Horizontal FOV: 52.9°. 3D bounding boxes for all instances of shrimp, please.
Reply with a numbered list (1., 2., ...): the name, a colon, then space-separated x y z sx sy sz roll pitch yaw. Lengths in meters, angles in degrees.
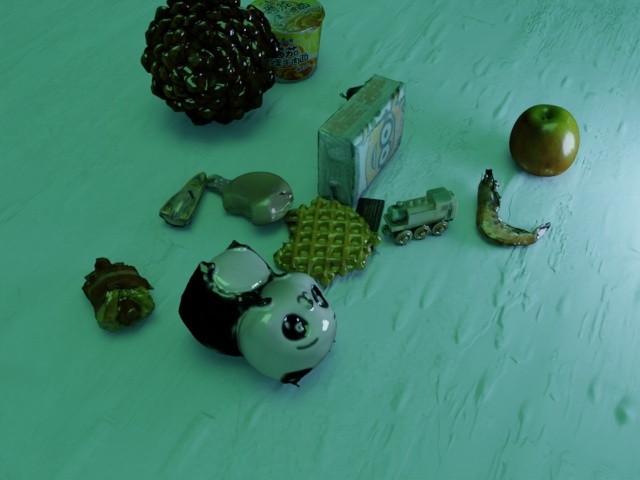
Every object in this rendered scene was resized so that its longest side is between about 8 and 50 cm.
1. shrimp: 0.510 -0.085 1.713 0.198 0.051 0.262 9 51 -2

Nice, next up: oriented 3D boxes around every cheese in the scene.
1. cheese: -0.207 -0.125 1.710 0.286 0.082 0.163 17 48 33

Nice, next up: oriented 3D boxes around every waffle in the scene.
1. waffle: 0.000 -0.001 1.615 0.291 0.051 0.291 -2 49 2

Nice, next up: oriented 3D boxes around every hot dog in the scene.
1. hot dog: -0.469 0.114 1.475 0.146 0.103 0.213 -30 54 -24

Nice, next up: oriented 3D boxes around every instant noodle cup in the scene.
1. instant noodle cup: -0.114 -0.658 2.107 0.264 0.200 0.264 1 47 -1

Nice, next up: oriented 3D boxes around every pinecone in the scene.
1. pinecone: -0.310 -0.534 1.895 0.397 0.398 0.398 1 48 -1

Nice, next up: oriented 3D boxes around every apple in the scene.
1. apple: 0.630 -0.284 1.804 0.195 0.196 0.196 1 48 -1

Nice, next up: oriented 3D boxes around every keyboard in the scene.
1. keyboard: 0.117 -0.044 1.685 0.074 0.015 0.197 11 49 9

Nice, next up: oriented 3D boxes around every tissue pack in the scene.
1. tissue pack: 0.115 -0.274 1.750 0.128 0.228 0.311 23 51 20

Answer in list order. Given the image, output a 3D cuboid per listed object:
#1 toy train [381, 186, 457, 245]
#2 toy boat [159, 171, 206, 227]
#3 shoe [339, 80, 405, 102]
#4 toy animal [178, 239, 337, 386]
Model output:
1. toy train: 0.250 -0.064 1.633 0.193 0.125 0.081 -13 46 -13
2. toy boat: -0.351 -0.114 1.706 0.084 0.066 0.210 13 49 9
3. shoe: 0.167 -0.459 2.006 0.207 0.092 0.106 -15 55 -10
4. toy animal: -0.118 0.162 1.367 0.310 0.251 0.251 33 55 12
